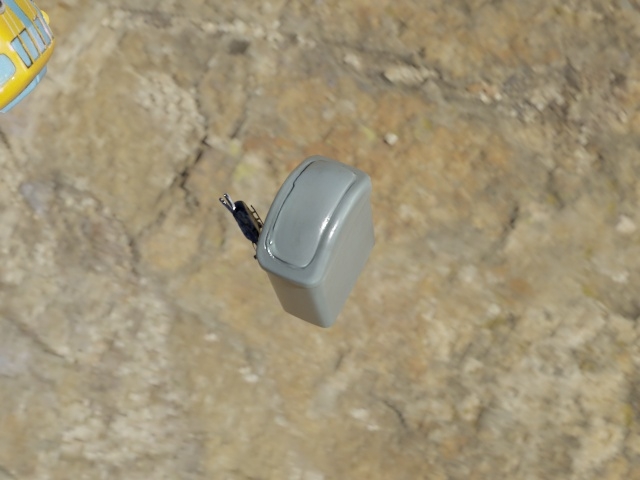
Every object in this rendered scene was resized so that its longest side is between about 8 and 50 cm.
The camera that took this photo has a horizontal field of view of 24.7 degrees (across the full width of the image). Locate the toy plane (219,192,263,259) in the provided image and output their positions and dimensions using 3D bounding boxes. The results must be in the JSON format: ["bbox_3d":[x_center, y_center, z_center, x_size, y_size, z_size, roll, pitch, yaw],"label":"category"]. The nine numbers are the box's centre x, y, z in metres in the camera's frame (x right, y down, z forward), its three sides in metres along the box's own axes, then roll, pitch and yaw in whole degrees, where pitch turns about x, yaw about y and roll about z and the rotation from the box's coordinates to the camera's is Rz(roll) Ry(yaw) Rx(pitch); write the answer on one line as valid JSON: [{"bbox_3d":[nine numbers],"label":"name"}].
[{"bbox_3d":[-0.094,-0.013,1.995,0.031,0.049,0.121,-34,81,12],"label":"toy plane"}]

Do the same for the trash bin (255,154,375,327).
[{"bbox_3d":[0.000,0.000,1.949,0.101,0.236,0.177,21,70,16],"label":"trash bin"}]

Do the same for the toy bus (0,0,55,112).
[{"bbox_3d":[-0.368,-0.214,1.608,0.126,0.136,0.209,-38,16,14],"label":"toy bus"}]
